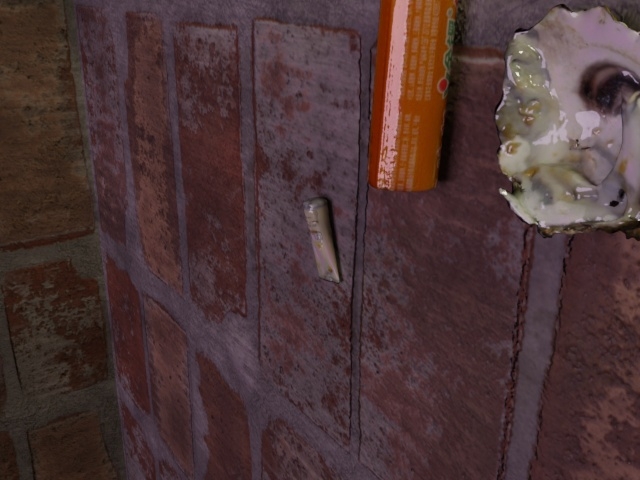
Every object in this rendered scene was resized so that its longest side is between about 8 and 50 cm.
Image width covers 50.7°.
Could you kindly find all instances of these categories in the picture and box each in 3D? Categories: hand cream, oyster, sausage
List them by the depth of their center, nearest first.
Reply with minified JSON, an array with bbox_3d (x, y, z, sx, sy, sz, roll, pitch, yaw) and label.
[{"bbox_3d":[0.257,-0.109,0.633,0.214,0.083,0.223,15,108,50],"label":"oyster"},{"bbox_3d":[0.111,-0.215,0.804,0.093,0.093,0.312,31,125,48],"label":"sausage"},{"bbox_3d":[0.000,0.000,1.099,0.061,0.039,0.143,9,114,52],"label":"hand cream"}]
